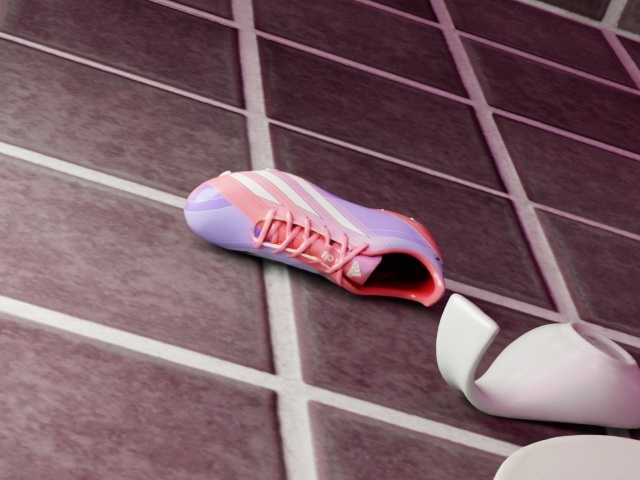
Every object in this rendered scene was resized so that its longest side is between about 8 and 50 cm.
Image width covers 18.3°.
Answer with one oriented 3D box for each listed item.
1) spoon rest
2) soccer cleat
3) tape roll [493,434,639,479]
[{"bbox_3d":[0.188,0.112,1.711,0.276,0.084,0.137,18,18,-49],"label":"spoon rest"},{"bbox_3d":[0.000,0.000,1.779,0.248,0.083,0.095,14,27,-25],"label":"soccer cleat"},{"bbox_3d":[0.287,0.271,1.405,0.392,0.072,0.392,19,21,-8],"label":"tape roll"}]
